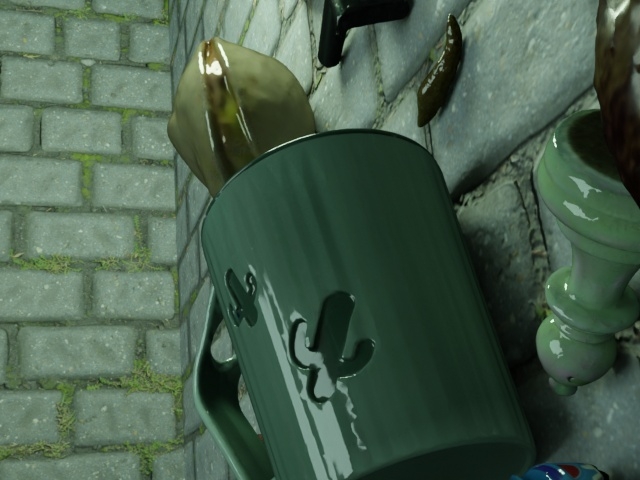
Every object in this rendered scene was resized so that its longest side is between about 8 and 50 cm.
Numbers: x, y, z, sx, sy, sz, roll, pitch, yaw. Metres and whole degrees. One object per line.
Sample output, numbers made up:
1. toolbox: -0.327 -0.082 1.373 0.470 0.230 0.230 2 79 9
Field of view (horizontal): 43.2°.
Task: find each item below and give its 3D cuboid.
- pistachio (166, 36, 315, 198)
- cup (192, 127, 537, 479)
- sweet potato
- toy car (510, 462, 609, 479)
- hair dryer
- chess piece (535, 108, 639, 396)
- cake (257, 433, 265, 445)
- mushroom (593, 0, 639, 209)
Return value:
1. pistachio: -0.150 -0.205 1.542 0.445 0.281 0.366 -109 0 -61
2. cup: 0.034 0.131 0.948 0.401 0.310 0.392 113 148 -48
3. sweet potato: 0.151 -0.209 1.034 0.041 0.038 0.153 43 131 35
4. toy car: 0.198 0.343 0.673 0.198 0.165 0.315 -120 35 -62
5. hair dryer: 0.043 -0.361 1.296 0.302 0.116 0.244 100 163 -56
6. chess piece: 0.234 0.036 0.682 0.139 0.139 0.272 -111 17 -48
7. cake: -0.056 0.457 1.476 0.225 0.109 0.090 -108 26 -43
8. mushroom: 0.266 -0.088 0.281 0.334 0.356 0.331 -30 85 23
